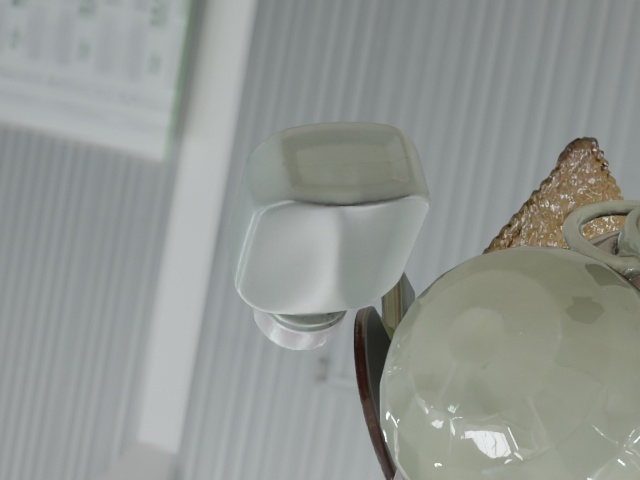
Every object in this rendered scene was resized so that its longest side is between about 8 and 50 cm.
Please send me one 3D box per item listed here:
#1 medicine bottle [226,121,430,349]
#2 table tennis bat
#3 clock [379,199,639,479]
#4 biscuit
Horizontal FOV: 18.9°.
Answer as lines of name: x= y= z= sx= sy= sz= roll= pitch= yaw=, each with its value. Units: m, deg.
medicine bottle: x=0.000 y=0.000 z=1.280 sx=0.119 sy=0.069 sz=0.183 roll=-5 pitch=146 yaw=-15
table tennis bat: x=0.056 y=0.104 z=1.376 sx=0.021 sy=0.154 sz=0.274 roll=-19 pitch=-151 yaw=12
clock: x=0.164 y=0.128 z=1.030 sx=0.184 sy=0.326 sz=0.342 roll=32 pitch=-142 yaw=33
biscuit: x=0.188 y=0.058 z=1.603 sx=0.013 sy=0.232 sz=0.237 roll=29 pitch=163 yaw=40
